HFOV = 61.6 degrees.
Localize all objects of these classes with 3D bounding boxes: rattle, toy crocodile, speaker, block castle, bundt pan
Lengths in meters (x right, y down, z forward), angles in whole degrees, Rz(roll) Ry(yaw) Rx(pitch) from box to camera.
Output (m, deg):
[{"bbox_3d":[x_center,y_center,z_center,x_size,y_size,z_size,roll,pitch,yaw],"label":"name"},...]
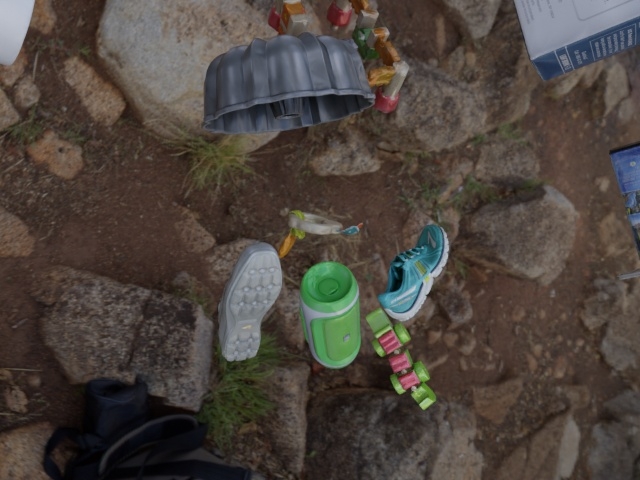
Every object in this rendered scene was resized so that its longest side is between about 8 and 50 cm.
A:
[{"bbox_3d":[0.000,0.000,1.438,0.200,0.130,0.142,13,88,-10],"label":"rattle"},{"bbox_3d":[0.250,0.373,1.701,0.340,0.115,0.105,63,12,11],"label":"toy crocodile"},{"bbox_3d":[0.026,0.175,1.200,0.296,0.131,0.131,83,31,-52],"label":"speaker"},{"bbox_3d":[0.041,-0.585,1.659,0.303,0.213,0.453,-15,68,-23],"label":"block castle"},{"bbox_3d":[-0.067,-0.291,1.001,0.331,0.331,0.124,-12,96,-43],"label":"bundt pan"}]

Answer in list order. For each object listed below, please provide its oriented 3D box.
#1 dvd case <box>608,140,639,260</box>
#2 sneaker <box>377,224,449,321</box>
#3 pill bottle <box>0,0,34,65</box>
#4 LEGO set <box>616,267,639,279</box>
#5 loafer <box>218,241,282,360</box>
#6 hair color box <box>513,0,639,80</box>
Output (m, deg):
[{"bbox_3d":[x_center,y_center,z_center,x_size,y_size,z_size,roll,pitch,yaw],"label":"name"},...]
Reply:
[{"bbox_3d":[0.539,-0.038,0.757,0.022,0.180,0.253,-43,113,-57],"label":"dvd case"},{"bbox_3d":[0.231,0.065,1.329,0.110,0.107,0.275,38,64,-17],"label":"sneaker"},{"bbox_3d":[-0.405,-0.257,0.503,0.229,0.131,0.131,14,73,-40],"label":"pill bottle"},{"bbox_3d":[0.424,0.003,0.465,0.244,0.182,0.060,-17,82,-9],"label":"LEGO set"},{"bbox_3d":[-0.154,0.115,1.078,0.112,0.319,0.111,-1,44,-26],"label":"loafer"},{"bbox_3d":[0.375,-0.317,0.544,0.105,0.347,0.173,-2,77,-59],"label":"hair color box"}]
